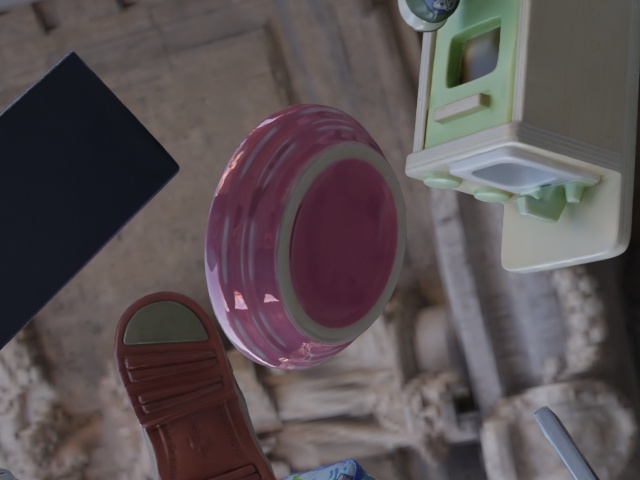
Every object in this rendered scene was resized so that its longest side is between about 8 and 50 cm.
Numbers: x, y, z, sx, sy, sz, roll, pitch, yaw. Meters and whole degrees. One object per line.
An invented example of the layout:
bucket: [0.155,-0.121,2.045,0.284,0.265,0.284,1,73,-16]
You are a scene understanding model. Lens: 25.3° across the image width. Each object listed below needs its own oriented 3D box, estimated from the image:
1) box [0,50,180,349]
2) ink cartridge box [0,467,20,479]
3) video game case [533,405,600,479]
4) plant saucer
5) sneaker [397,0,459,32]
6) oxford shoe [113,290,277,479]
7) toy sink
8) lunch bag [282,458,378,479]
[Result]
box: [-0.349,-0.016,1.551,0.183,0.294,0.296,47,-115,-11]
ink cartridge box: [-0.283,0.337,0.979,0.129,0.307,0.223,-8,-121,-53]
video game case: [0.327,0.295,1.733,0.201,0.023,0.183,58,-175,15]
plant saucer: [0.000,0.000,1.754,0.332,0.084,0.332,-11,-75,-48]
sneaker: [0.088,-0.276,1.184,0.086,0.064,0.192,153,108,-78]
oxford shoe: [-0.109,0.246,1.475,0.146,0.140,0.397,104,155,-87]
toy sink: [0.168,-0.104,1.207,0.131,0.153,0.234,13,-105,-30]
lunch bag: [-0.009,0.366,1.748,0.090,0.219,0.176,36,-117,-18]
